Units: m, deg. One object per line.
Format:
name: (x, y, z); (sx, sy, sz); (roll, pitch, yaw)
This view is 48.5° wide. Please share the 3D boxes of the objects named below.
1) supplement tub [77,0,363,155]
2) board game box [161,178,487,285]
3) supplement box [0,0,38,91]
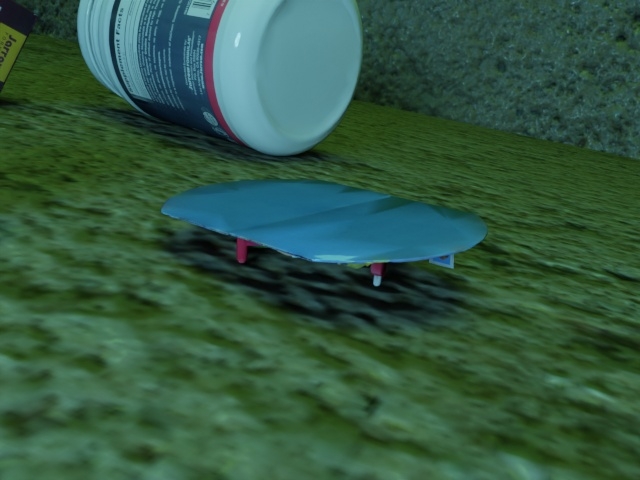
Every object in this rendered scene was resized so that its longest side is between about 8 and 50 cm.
supplement tub: (-0.109, -0.208, 0.750); (0.272, 0.191, 0.191); (22, 19, 36)
board game box: (0.000, 0.000, 0.377); (0.168, 0.033, 0.133); (16, 20, 37)
supplement box: (-0.381, -0.217, 0.659); (0.188, 0.104, 0.081); (25, 3, -44)
